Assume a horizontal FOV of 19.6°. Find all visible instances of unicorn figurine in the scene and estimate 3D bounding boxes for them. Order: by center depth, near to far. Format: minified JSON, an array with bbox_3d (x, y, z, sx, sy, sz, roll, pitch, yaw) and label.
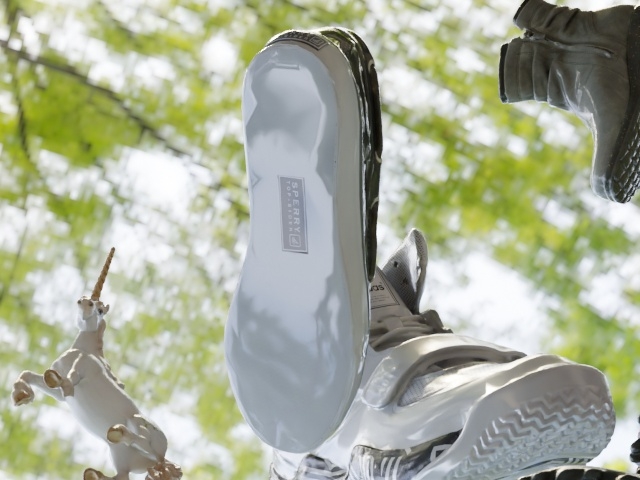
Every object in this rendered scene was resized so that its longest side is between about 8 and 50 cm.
[{"bbox_3d":[-0.137,0.093,1.136,0.162,0.060,0.111,63,-163,4],"label":"unicorn figurine"}]

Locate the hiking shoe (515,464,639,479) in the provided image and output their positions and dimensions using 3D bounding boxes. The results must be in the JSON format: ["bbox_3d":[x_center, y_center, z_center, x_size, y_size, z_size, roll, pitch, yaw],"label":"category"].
[{"bbox_3d":[0.224,0.207,0.928,0.304,0.132,0.113,23,-99,16],"label":"hiking shoe"}]

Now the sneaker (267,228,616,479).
[{"bbox_3d":[0.054,0.081,1.260,0.137,0.366,0.210,-4,-105,-28],"label":"sneaker"}]

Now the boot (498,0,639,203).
[{"bbox_3d":[0.254,-0.141,1.865,0.161,0.083,0.247,2,-124,21],"label":"boot"}]

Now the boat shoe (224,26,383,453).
[{"bbox_3d":[0.000,0.000,0.599,0.049,0.142,0.040,13,-157,26],"label":"boat shoe"}]

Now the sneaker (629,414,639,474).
[{"bbox_3d":[0.310,0.208,1.372,0.135,0.276,0.097,-27,-155,-25],"label":"sneaker"}]
